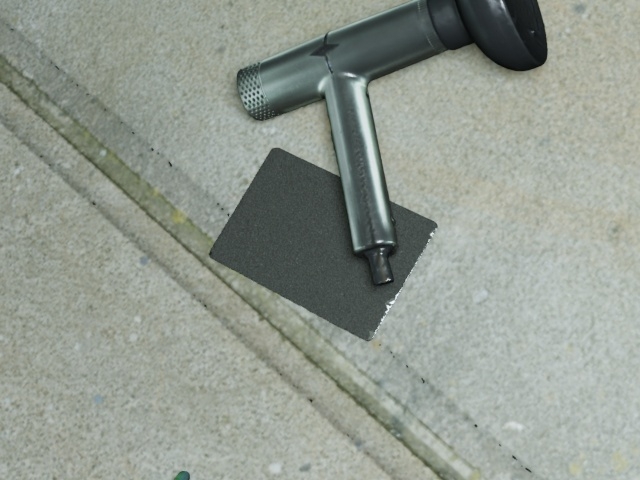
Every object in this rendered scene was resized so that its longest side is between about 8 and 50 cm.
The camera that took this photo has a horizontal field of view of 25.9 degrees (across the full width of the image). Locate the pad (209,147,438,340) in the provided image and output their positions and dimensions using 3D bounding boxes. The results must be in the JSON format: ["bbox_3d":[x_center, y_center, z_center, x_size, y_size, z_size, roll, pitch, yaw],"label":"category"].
[{"bbox_3d":[0.000,0.000,1.442,0.211,0.003,0.143,28,82,25],"label":"pad"}]

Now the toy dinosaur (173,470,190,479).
[{"bbox_3d":[0.046,0.349,1.206,0.375,0.144,0.500,-25,53,11],"label":"toy dinosaur"}]

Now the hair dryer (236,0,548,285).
[{"bbox_3d":[0.099,-0.124,1.419,0.320,0.156,0.284,-28,82,22],"label":"hair dryer"}]
